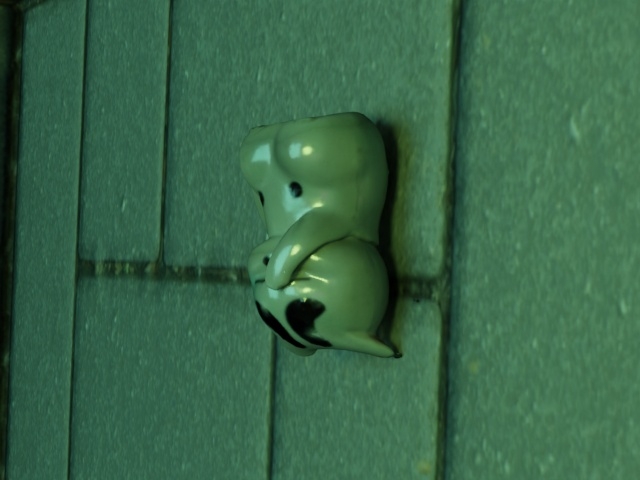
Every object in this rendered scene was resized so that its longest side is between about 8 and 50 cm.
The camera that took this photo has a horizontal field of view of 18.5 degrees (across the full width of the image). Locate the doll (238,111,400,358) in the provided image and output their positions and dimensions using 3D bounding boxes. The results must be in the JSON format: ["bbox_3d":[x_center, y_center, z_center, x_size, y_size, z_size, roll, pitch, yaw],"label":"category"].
[{"bbox_3d":[-0.002,-0.007,1.409,0.110,0.107,0.180,-4,82,48],"label":"doll"}]
